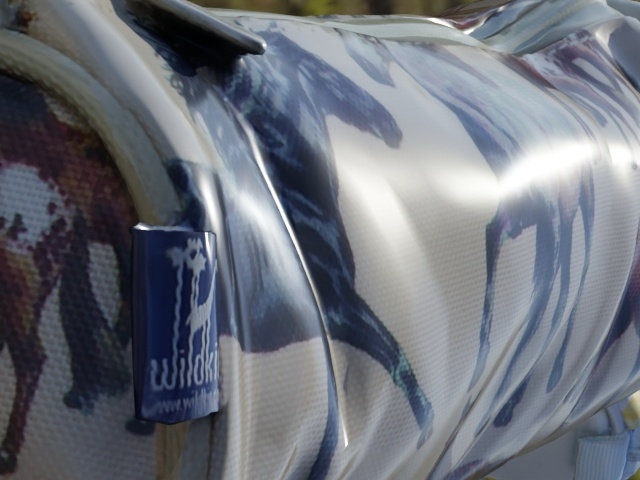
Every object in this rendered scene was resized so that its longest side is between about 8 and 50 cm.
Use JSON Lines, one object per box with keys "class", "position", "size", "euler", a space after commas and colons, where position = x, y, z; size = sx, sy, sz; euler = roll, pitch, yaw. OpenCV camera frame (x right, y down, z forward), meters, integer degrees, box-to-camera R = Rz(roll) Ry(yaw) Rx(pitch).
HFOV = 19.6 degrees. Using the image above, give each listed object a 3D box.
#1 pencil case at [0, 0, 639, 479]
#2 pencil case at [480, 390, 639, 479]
{"class": "pencil case", "position": [0.000, 0.000, 0.548], "size": [0.410, 0.160, 0.183], "euler": [-13, 128, -61]}
{"class": "pencil case", "position": [0.150, 0.012, 0.908], "size": [0.273, 0.124, 0.113], "euler": [-44, 163, -42]}
